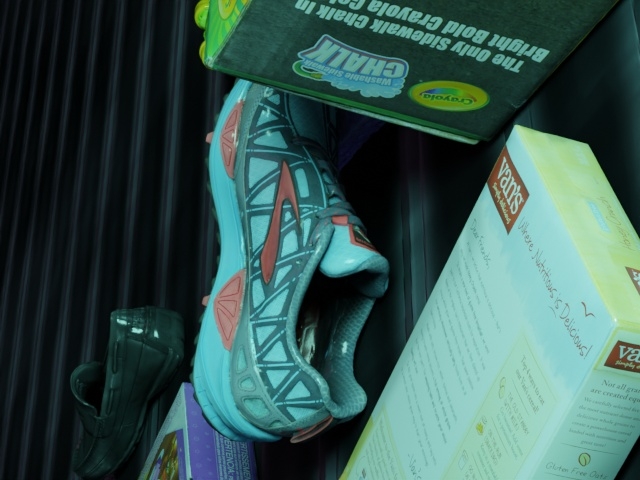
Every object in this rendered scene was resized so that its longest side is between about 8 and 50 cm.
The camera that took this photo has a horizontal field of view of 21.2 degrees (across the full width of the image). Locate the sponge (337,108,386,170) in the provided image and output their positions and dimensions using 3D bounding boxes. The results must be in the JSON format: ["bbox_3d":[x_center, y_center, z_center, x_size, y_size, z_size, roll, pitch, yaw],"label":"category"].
[{"bbox_3d":[-0.007,-0.160,1.187,0.117,0.031,0.210,-47,58,58],"label":"sponge"}]

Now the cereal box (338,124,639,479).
[{"bbox_3d":[0.085,0.087,0.831,0.173,0.047,0.240,-105,34,-55],"label":"cereal box"}]

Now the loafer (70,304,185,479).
[{"bbox_3d":[-0.191,0.137,1.547,0.076,0.078,0.223,-94,26,-45],"label":"loafer"}]

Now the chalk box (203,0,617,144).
[{"bbox_3d":[0.049,-0.183,0.928,0.289,0.180,0.179,132,147,-52],"label":"chalk box"}]

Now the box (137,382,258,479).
[{"bbox_3d":[-0.121,0.281,1.270,0.201,0.057,0.293,-100,30,-53],"label":"box"}]

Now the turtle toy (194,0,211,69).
[{"bbox_3d":[-0.058,-0.200,1.430,0.095,0.066,0.130,-102,32,-53],"label":"turtle toy"}]

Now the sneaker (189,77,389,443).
[{"bbox_3d":[0.000,0.000,1.090,0.125,0.104,0.262,-2,81,41],"label":"sneaker"}]
